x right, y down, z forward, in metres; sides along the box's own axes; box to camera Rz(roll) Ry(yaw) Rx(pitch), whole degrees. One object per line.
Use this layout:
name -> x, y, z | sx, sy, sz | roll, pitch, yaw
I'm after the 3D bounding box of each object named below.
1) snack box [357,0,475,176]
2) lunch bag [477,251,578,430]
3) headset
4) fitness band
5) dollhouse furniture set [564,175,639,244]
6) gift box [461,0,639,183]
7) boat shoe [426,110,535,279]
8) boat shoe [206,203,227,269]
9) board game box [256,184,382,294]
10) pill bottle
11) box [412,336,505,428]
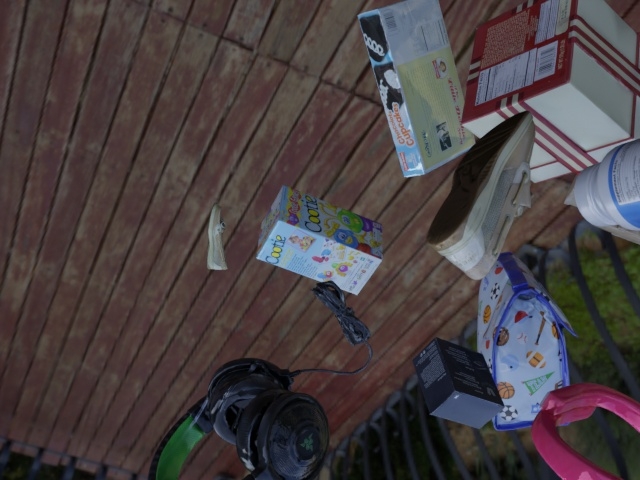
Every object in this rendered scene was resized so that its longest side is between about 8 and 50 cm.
snack box -> 0.194, -0.306, 1.563 | 0.060, 0.187, 0.321 | -3, 109, 47
lunch bag -> 0.535, 0.252, 2.121 | 0.239, 0.328, 0.385 | -8, 105, 5
headset -> -0.090, 0.237, 1.154 | 0.394, 0.243, 0.185 | -38, 118, -14
fitness band -> 0.390, 0.273, 1.032 | 0.291, 0.209, 0.054 | 3, 122, -49
dollhouse furniture set -> 0.667, -0.184, 1.685 | 0.198, 0.303, 0.286 | 23, 175, 12
gift box -> 0.430, -0.254, 1.366 | 0.258, 0.255, 0.276 | 29, 157, -33
boat shoe -> 0.257, -0.072, 1.178 | 0.098, 0.302, 0.109 | 43, 144, -15
boat shoe -> -0.232, -0.008, 1.822 | 0.048, 0.056, 0.152 | 4, 98, -5
board game box -> 0.000, 0.000, 1.984 | 0.275, 0.142, 0.144 | 21, 129, -15
pill bottle -> 0.449, -0.080, 1.056 | 0.124, 0.124, 0.221 | 26, 162, -20
box -> 0.308, 0.321, 1.799 | 0.156, 0.158, 0.093 | 22, 123, -30
